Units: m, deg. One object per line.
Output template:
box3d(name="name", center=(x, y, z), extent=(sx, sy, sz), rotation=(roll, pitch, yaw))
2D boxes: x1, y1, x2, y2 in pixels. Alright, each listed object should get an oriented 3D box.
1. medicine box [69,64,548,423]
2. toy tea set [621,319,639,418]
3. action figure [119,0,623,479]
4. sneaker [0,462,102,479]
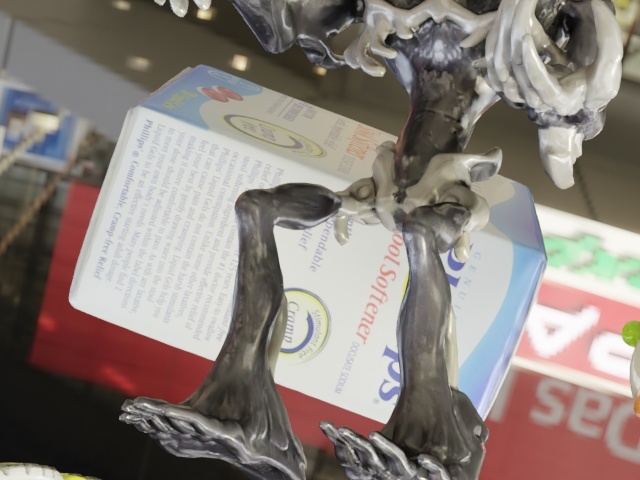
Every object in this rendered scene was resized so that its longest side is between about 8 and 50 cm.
box3d(name="medicine box", center=(0.000, 0.000, 1.177), extent=(0.289, 0.149, 0.263), rotation=(20, -167, 0))
box3d(name="toy tea set", center=(0.231, 0.178, 1.181), extent=(0.124, 0.336, 0.200), rotation=(33, -175, 21))
box3d(name="action figure", center=(0.030, -0.053, 0.564), extent=(0.164, 0.275, 0.141), rotation=(7, 159, 21))
box3d(name="sneaker", center=(-0.083, 0.080, 0.447), extent=(0.031, 0.035, 0.083), rotation=(-4, 167, 25))
